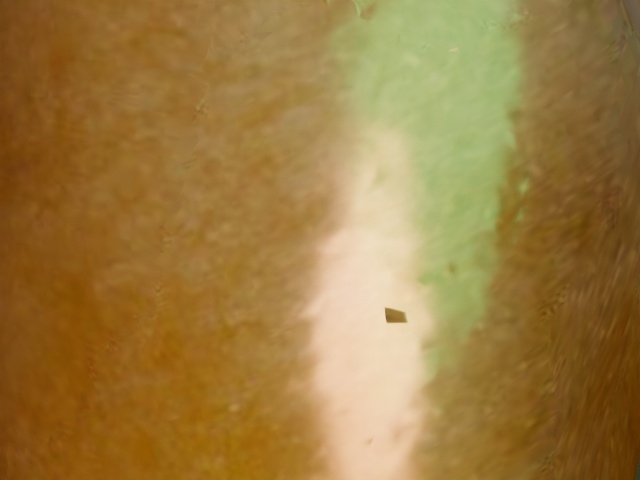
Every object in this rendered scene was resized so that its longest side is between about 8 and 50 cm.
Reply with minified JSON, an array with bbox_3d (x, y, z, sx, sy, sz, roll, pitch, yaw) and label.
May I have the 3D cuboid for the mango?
[{"bbox_3d":[0.000,0.000,0.450,0.221,0.199,0.383,-12,94,-53],"label":"mango"}]
